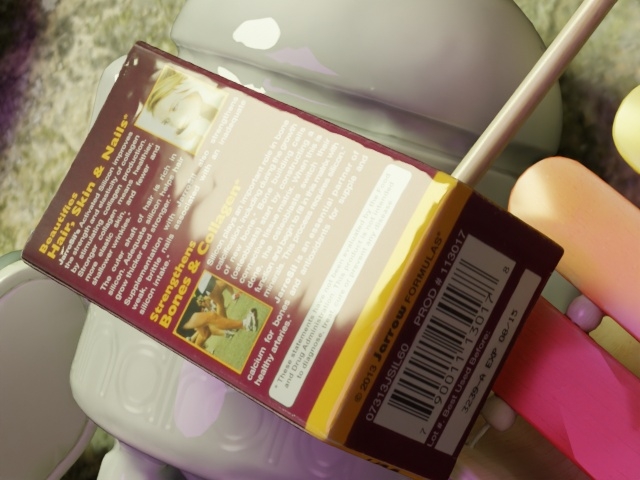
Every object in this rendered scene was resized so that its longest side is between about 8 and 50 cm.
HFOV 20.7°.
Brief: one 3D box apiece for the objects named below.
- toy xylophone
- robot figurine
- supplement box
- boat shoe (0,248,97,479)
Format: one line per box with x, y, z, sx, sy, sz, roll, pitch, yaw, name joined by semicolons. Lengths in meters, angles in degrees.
0.157;-0.013;0.686;0.236;0.081;0.323;34;91;24;toy xylophone
0.000;0.000;0.867;0.300;0.200;0.354;18;94;25;robot figurine
-0.016;0.005;0.683;0.188;0.081;0.104;27;88;41;supplement box
-0.209;0.121;1.040;0.099;0.116;0.319;58;139;44;boat shoe
